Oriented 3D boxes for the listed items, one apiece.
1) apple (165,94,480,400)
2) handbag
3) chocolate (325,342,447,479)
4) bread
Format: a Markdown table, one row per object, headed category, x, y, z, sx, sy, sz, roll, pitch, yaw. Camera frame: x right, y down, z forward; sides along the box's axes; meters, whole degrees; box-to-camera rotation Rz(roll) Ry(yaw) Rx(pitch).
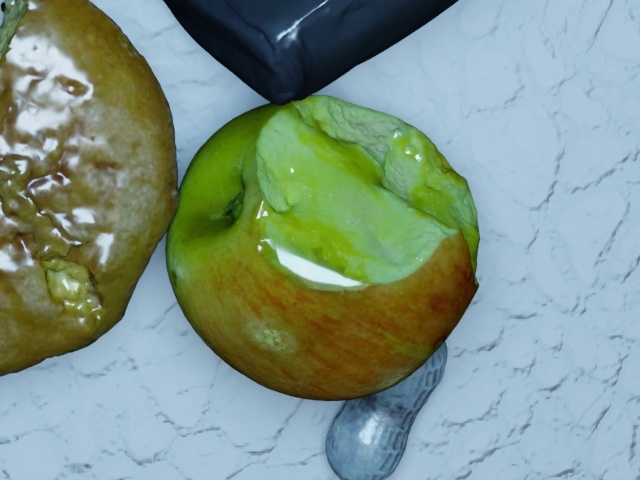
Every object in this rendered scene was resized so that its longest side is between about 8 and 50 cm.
| category | x | y | z | sx | sy | sz | roll | pitch | yaw |
| --- | --- | --- | --- | --- | --- | --- | --- | --- | --- |
| apple | 0.000 | 0.000 | 1.520 | 0.226 | 0.246 | 0.246 | 35 | 95 | -30 |
| handbag | 0.041 | -0.221 | 1.461 | 0.302 | 0.275 | 0.178 | -34 | 138 | -9 |
| chocolate | 0.058 | 0.137 | 1.652 | 0.072 | 0.072 | 0.167 | 22 | 98 | -12 |
| bread | -0.221 | -0.032 | 1.520 | 0.179 | 0.194 | 0.340 | 22 | 99 | -18 |
